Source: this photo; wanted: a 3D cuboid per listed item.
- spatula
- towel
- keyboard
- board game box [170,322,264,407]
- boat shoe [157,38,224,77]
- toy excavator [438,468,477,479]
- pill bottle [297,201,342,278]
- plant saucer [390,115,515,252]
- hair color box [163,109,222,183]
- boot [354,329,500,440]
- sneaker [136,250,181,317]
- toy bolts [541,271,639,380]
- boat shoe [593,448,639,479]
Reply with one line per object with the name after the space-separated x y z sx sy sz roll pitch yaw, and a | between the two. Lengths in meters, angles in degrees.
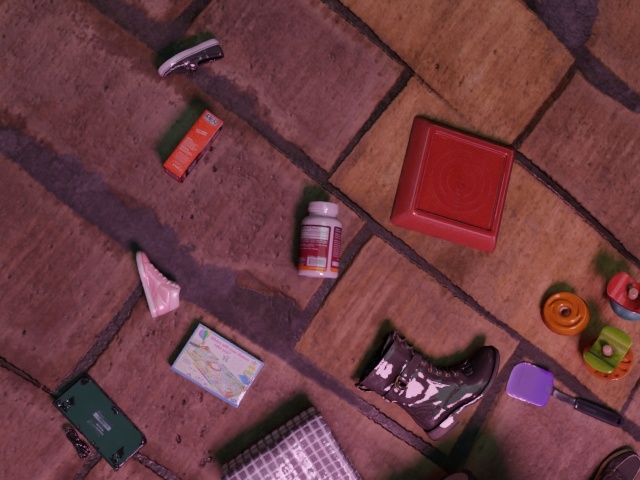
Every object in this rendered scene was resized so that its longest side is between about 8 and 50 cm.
0.563 0.361 1.317 0.296 0.030 0.084 23 79 -9 | spatula
-0.028 0.506 1.132 0.235 0.121 0.284 -32 93 -12 | towel
-0.430 0.357 1.108 0.108 0.023 0.180 -42 94 -18 | keyboard
-0.205 0.249 1.161 0.154 0.026 0.103 34 80 -8 | board game box
-0.262 -0.366 1.186 0.142 0.049 0.040 -33 93 -15 | boat shoe
0.130 0.698 1.116 0.222 0.445 0.433 55 36 -1 | toy excavator
0.000 0.000 1.195 0.086 0.086 0.152 7 84 -12 | pill bottle
0.308 -0.128 1.293 0.259 0.048 0.259 16 83 -11 | plant saucer
-0.254 -0.187 1.162 0.043 0.072 0.141 35 80 -7 | hair color box
0.228 0.268 1.221 0.229 0.091 0.263 43 81 -7 | boot
-0.315 0.079 1.140 0.070 0.051 0.134 -16 92 -15 | sneaker
0.643 0.181 1.323 0.228 0.158 0.218 -49 56 -2 | toy bolts
0.650 0.561 1.298 0.223 0.073 0.080 -37 94 -12 | boat shoe
